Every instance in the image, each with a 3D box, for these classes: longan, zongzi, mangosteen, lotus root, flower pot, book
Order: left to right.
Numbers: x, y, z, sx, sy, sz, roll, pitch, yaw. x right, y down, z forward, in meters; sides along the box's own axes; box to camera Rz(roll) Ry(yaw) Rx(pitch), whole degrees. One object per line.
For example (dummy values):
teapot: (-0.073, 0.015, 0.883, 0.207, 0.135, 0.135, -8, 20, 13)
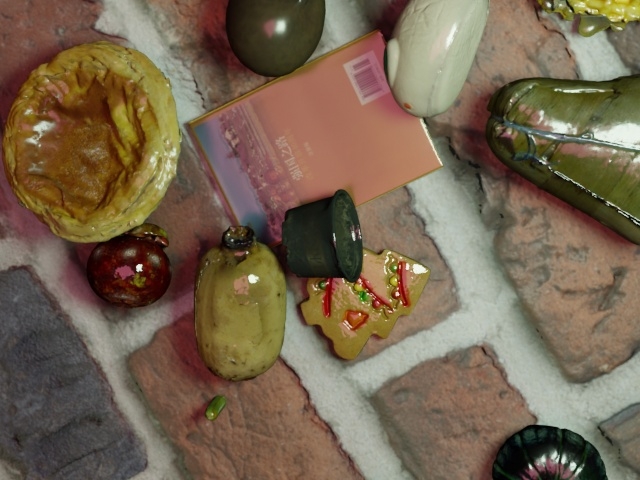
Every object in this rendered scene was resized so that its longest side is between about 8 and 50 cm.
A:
mangosteen: (-0.326, 0.032, 1.765, 0.156, 0.181, 0.145, -3, 142, 24)
lotus root: (-0.139, 0.108, 1.731, 0.160, 0.146, 0.284, -4, 114, -10)
longan: (-0.074, -0.360, 1.645, 0.189, 0.189, 0.189, 1, 99, 7)
book: (-0.009, -0.166, 1.734, 0.374, 0.028, 0.262, -25, 95, 10)
flower pot: (0.000, 0.000, 1.679, 0.107, 0.157, 0.157, -10, 97, 18)
zongzi: (0.477, -0.229, 1.581, 0.356, 0.174, 0.392, 28, 101, -2)

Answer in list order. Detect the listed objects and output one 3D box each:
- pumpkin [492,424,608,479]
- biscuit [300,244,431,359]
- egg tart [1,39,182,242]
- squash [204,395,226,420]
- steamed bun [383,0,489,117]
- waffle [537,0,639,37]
pumpkin: (0.391, 0.414, 1.714, 0.202, 0.140, 0.201, 1, 98, 10)
biscuit: (0.080, 0.092, 1.756, 0.239, 0.041, 0.212, -20, 94, 11)
egg tart: (-0.375, -0.163, 1.712, 0.352, 0.150, 0.351, -2, 82, 17)
squash: (-0.191, 0.303, 1.800, 0.028, 0.083, 0.027, 1, 98, 7)
steamed bun: (0.177, -0.314, 1.615, 0.131, 0.177, 0.228, 25, 105, 16)
waffle: (0.466, -0.487, 1.606, 0.329, 0.062, 0.329, 1, 100, 7)
